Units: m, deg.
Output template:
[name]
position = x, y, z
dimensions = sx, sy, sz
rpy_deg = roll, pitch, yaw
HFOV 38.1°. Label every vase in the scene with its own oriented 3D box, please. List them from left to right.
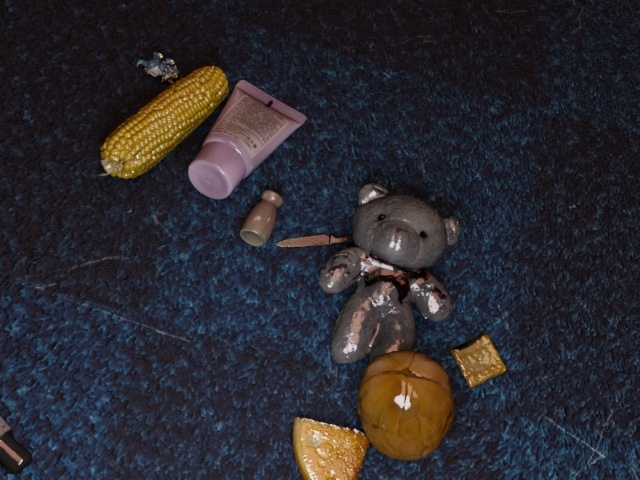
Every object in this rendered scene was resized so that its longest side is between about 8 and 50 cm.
[vase]
position = -0.106, -0.042, 1.695
dimensions = 0.053, 0.053, 0.101
rpy_deg = 25, 59, -1

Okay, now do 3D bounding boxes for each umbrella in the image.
[umbrella]
position = -0.582, 0.238, 1.439
dimensions = 0.337, 0.073, 0.067
rpy_deg = 42, 70, 1

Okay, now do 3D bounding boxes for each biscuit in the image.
[biscuit]
position = 0.287, 0.217, 1.680
dimensions = 0.083, 0.018, 0.081
rpy_deg = -23, 73, -20

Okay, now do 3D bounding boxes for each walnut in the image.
[walnut]
position = 0.140, 0.272, 1.522
dimensions = 0.167, 0.207, 0.167
rpy_deg = -3, 47, 3

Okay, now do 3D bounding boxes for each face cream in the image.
[face cream]
position = -0.147, -0.195, 1.745
dimensions = 0.154, 0.096, 0.274
rpy_deg = 29, 50, 5

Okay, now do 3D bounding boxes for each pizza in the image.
[pizza]
position = 0.022, 0.359, 1.544
dimensions = 0.131, 0.041, 0.178
rpy_deg = -36, 77, -22

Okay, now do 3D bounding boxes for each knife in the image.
[knife]
position = 0.000, 0.000, 1.722
dimensions = 0.170, 0.010, 0.023
rpy_deg = -5, 67, -13

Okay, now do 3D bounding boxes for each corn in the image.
[corn]
position = -0.286, -0.218, 1.709
dimensions = 0.101, 0.101, 0.310
rpy_deg = 42, 64, 8

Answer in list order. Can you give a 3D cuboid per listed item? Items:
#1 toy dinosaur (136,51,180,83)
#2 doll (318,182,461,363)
[toy dinosaur]
position = -0.313, -0.334, 1.794
dimensions = 0.083, 0.030, 0.047
rpy_deg = 28, 61, 2
[doll]
position = 0.128, 0.063, 1.638
dimensions = 0.246, 0.158, 0.340
rpy_deg = 20, 64, 0
